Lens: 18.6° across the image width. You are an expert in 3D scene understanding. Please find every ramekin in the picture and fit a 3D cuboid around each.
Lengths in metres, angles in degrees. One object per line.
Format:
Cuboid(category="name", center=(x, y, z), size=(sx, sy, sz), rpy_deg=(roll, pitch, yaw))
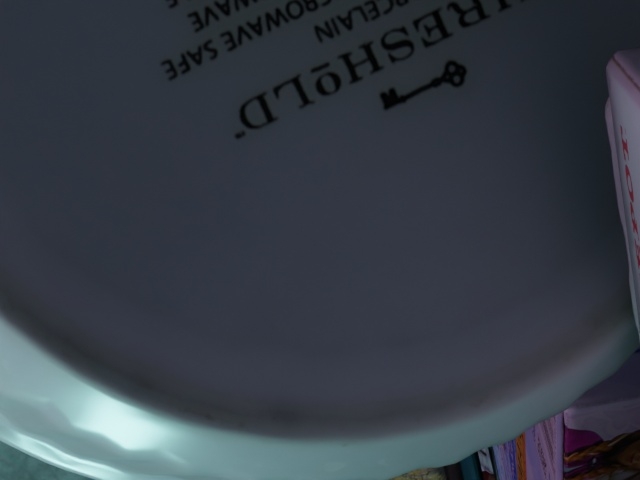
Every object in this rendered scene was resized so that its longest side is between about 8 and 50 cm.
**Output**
Cuboid(category="ramekin", center=(-0.010, -0.065, 0.470), size=(0.127, 0.273, 0.273), rpy_deg=(-167, 66, -78))

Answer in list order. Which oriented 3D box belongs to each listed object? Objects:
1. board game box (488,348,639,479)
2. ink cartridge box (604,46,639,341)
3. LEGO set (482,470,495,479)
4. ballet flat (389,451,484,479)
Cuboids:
Cuboid(category="board game box", center=(0.093, 0.004, 0.789), size=(0.319, 0.066, 0.318), rpy_deg=(80, 179, -56))
Cuboid(category="ink cartridge box", center=(0.101, 0.030, 0.353), size=(0.150, 0.063, 0.109), rpy_deg=(-99, -1, -70))
Cuboid(category="LEGO set", center=(0.089, 0.106, 1.051), size=(0.287, 0.107, 0.132), rpy_deg=(-101, 1, -53))
Cuboid(category="ballet flat", center=(0.000, 0.000, 0.903), size=(0.123, 0.123, 0.348), rpy_deg=(-102, 1, -78))
